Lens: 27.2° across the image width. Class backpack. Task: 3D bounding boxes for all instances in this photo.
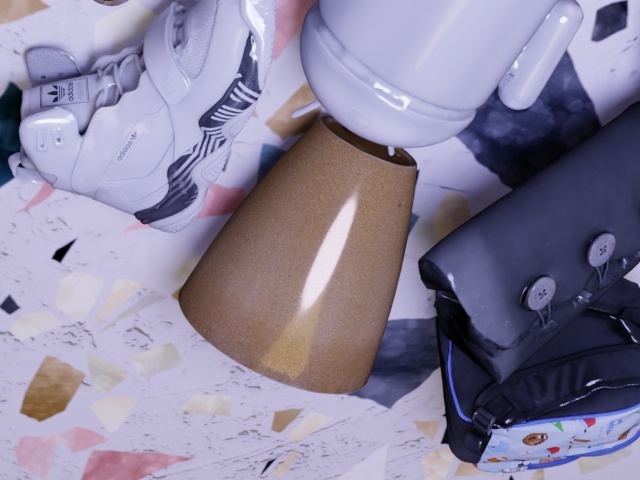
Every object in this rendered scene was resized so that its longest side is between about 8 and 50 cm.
[{"bbox_3d":[0.276,0.154,1.599,0.263,0.276,0.213,-5,146,2],"label":"backpack"}]

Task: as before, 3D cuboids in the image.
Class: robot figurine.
[{"bbox_3d":[0.111,-0.234,1.295,0.300,0.200,0.353,27,120,-15],"label":"robot figurine"}]

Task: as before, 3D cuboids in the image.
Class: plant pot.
[{"bbox_3d":[0.000,0.000,1.473,0.237,0.237,0.254,19,108,-23],"label":"plant pot"}]

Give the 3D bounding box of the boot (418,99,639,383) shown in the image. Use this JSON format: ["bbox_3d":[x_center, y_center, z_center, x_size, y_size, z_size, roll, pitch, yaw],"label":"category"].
[{"bbox_3d":[0.286,-0.091,1.397,0.445,0.146,0.367,-33,129,-4],"label":"boot"}]

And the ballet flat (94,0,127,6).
[{"bbox_3d":[-0.235,-0.328,1.231,0.084,0.058,0.250,-14,121,6],"label":"ballet flat"}]

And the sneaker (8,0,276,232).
[{"bbox_3d":[-0.183,-0.158,1.331,0.210,0.137,0.366,12,135,-20],"label":"sneaker"}]
